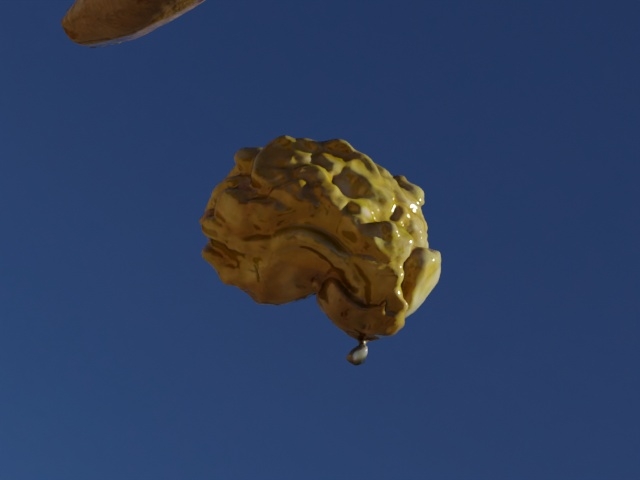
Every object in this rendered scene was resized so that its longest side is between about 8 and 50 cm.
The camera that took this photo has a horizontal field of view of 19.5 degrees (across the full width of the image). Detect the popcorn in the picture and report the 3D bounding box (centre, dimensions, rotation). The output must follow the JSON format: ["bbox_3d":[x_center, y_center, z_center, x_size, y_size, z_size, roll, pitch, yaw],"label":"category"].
[{"bbox_3d":[0.008,-0.009,1.520,0.194,0.163,0.140,24,-53,16],"label":"popcorn"}]

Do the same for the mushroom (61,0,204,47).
[{"bbox_3d":[-0.106,-0.220,1.436,0.072,0.210,0.094,43,-6,-22],"label":"mushroom"}]
